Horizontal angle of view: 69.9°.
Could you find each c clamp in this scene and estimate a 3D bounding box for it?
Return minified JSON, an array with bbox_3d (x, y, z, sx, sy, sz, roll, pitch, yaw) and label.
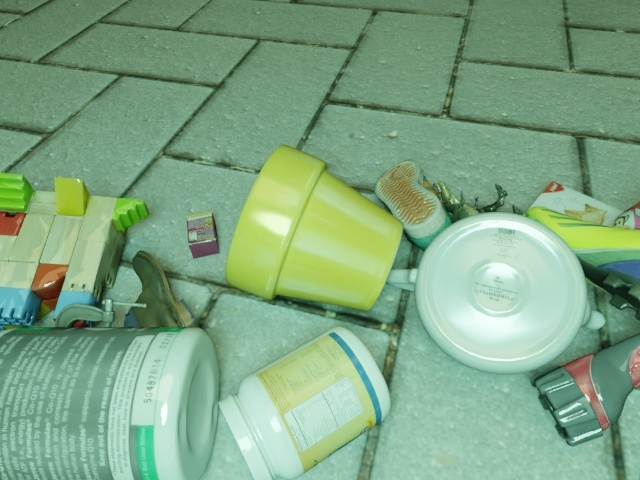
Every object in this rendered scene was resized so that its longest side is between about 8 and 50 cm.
[{"bbox_3d":[-0.353,0.163,0.712,0.137,0.022,0.161,12,93,1],"label":"c clamp"}]

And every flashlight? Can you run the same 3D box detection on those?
[{"bbox_3d":[0.446,0.167,0.609,0.303,0.103,0.103,-27,74,11],"label":"flashlight"}]

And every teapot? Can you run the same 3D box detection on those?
[{"bbox_3d":[0.266,0.086,0.717,0.252,0.187,0.256,-35,70,6],"label":"teapot"}]

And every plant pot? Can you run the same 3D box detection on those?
[{"bbox_3d":[0.000,0.000,0.774,0.238,0.254,0.254,22,50,3],"label":"plant pot"}]

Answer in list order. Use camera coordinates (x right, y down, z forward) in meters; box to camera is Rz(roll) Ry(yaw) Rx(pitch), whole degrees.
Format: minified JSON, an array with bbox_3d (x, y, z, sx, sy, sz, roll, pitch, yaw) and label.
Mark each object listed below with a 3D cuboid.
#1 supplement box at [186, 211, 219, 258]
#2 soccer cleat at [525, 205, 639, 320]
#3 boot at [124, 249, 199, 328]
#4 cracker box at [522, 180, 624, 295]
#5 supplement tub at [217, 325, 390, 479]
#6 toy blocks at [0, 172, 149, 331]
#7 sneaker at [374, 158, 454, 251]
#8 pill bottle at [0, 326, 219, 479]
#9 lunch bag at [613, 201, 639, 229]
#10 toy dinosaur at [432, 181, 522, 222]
[{"bbox_3d":[-0.235,-0.012,0.915,0.054,0.043,0.083,-11,47,-8],"label":"supplement box"},{"bbox_3d":[0.442,0.013,0.714,0.121,0.093,0.289,-35,32,0],"label":"soccer cleat"},{"bbox_3d":[-0.302,0.107,0.784,0.106,0.082,0.219,-29,54,-26],"label":"boot"},{"bbox_3d":[0.503,-0.004,0.858,0.232,0.067,0.155,32,57,28],"label":"cracker box"},{"bbox_3d":[-0.022,0.222,0.621,0.199,0.145,0.144,-26,51,-19],"label":"supplement tub"},{"bbox_3d":[-0.523,0.045,0.805,0.380,0.191,0.261,4,60,-6],"label":"toy blocks"},{"bbox_3d":[0.190,-0.059,0.912,0.108,0.121,0.302,-30,27,14],"label":"sneaker"},{"bbox_3d":[-0.332,0.216,0.600,0.360,0.204,0.204,0,47,2],"label":"pill bottle"},{"bbox_3d":[0.617,0.044,0.725,0.258,0.120,0.293,-23,73,-21],"label":"lunch bag"},{"bbox_3d":[0.322,-0.039,0.885,0.064,0.118,0.268,21,33,-42],"label":"toy dinosaur"}]
